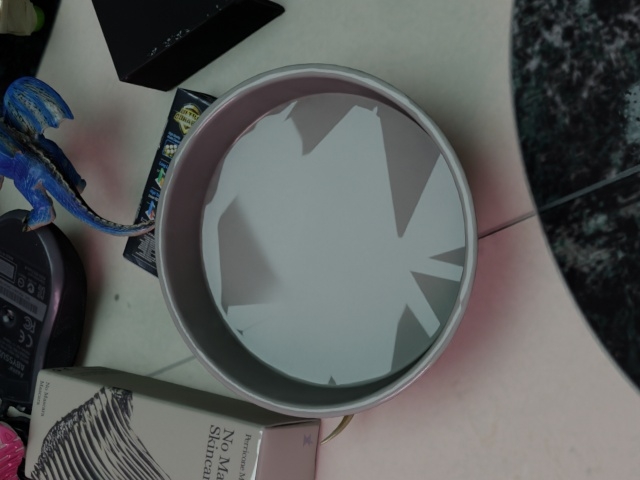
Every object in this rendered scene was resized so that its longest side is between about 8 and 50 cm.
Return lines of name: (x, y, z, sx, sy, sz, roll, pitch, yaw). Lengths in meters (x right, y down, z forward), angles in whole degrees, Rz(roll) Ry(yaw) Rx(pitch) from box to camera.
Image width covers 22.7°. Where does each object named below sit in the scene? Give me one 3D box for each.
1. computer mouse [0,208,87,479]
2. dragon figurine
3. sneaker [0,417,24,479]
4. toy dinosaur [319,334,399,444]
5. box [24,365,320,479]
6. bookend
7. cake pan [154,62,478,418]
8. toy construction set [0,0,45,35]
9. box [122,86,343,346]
computer mouse: (-0.299, 0.090, 1.613, 0.188, 0.072, 0.272, 32, 116, 30)
dragon figurine: (-0.281, -0.094, 1.505, 0.289, 0.085, 0.144, 32, 147, 32)
sneaker: (-0.329, 0.205, 1.546, 0.075, 0.063, 0.170, 51, 157, 20)
toy dinosaur: (0.048, 0.089, 1.396, 0.093, 0.053, 0.183, -7, 75, 48)
box: (-0.141, 0.194, 1.479, 0.275, 0.094, 0.113, 8, 92, 34)
bookend: (-0.138, -0.249, 1.516, 0.156, 0.072, 0.157, -31, 70, 28)
cake pan: (0.000, 0.000, 1.336, 0.293, 0.054, 0.293, 1, 92, 24)
toy construction set: (-0.411, -0.280, 1.652, 0.328, 0.151, 0.215, 11, 99, 36)
box: (-0.074, -0.024, 1.459, 0.220, 0.051, 0.175, 27, 103, 39)
